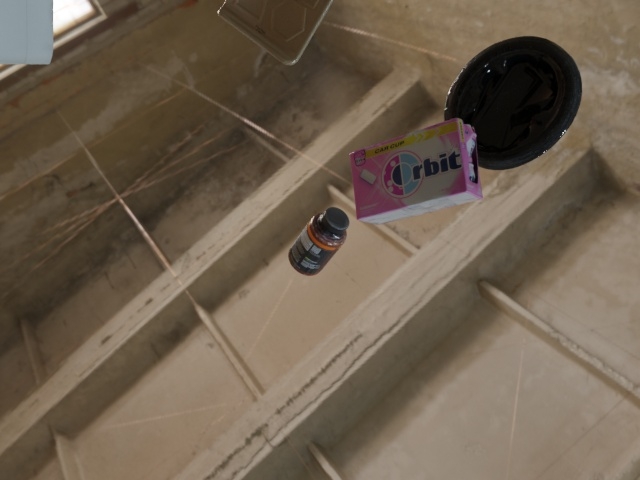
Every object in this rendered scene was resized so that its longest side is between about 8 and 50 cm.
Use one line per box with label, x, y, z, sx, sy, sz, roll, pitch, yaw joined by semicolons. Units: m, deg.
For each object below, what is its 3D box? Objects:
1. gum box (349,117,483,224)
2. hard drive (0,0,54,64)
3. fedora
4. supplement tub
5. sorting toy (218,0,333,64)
gum box;0.140;-0.097;0.848;0.188;0.062;0.107;-13;-104;34
hard drive;-0.348;-0.237;0.431;0.040;0.203;0.307;24;-154;26
fedora;0.482;-0.331;1.455;0.333;0.152;0.335;-1;-92;27
supplement tub;0.000;0.000;1.493;0.198;0.106;0.106;-52;-161;44
sorting toy;-0.063;-0.446;1.039;0.193;0.038;0.208;40;-75;16
